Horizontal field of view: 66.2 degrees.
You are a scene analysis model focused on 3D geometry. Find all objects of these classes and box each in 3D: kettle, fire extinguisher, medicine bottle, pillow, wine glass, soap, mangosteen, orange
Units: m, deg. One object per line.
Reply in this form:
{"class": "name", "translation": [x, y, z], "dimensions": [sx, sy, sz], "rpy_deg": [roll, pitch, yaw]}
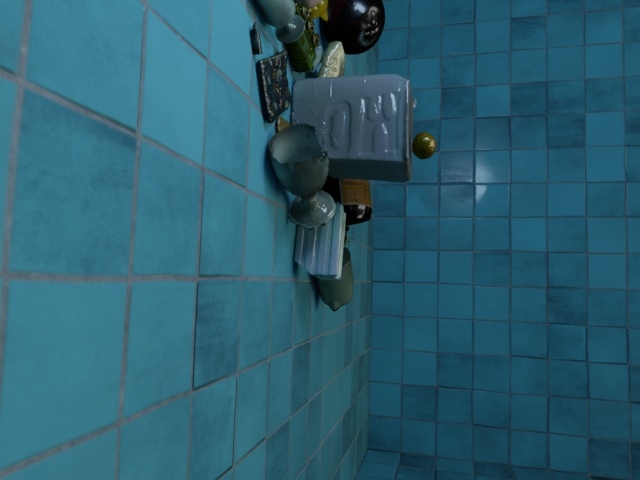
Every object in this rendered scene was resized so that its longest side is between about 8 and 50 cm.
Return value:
{"class": "kettle", "translation": [0.066, 0.140, 2.126], "dimensions": [0.240, 0.165, 0.255], "rpy_deg": [-76, 161, -46]}
{"class": "fire extinguisher", "translation": [-0.184, -0.572, 1.392], "dimensions": [0.038, 0.025, 0.083], "rpy_deg": [-138, -144, -56]}
{"class": "medicine bottle", "translation": [0.085, -0.259, 2.053], "dimensions": [0.242, 0.243, 0.395], "rpy_deg": [30, 55, -74]}
{"class": "pillow", "translation": [-0.141, -0.489, 1.555], "dimensions": [0.255, 0.034, 0.188], "rpy_deg": [-67, 156, -60]}
{"class": "wine glass", "translation": [-0.053, -0.209, 1.615], "dimensions": [0.357, 0.191, 0.190], "rpy_deg": [80, 17, -52]}
{"class": "wine glass", "translation": [-0.129, -0.690, 1.446], "dimensions": [0.231, 0.103, 0.103], "rpy_deg": [31, 61, -69]}
{"class": "soap", "translation": [0.000, 0.000, 1.841], "dimensions": [0.095, 0.173, 0.289], "rpy_deg": [55, 38, -67]}
{"class": "mangosteen", "translation": [0.130, -0.981, 2.156], "dimensions": [0.300, 0.300, 0.300], "rpy_deg": [1, 90, -76]}
{"class": "soap", "translation": [0.119, -0.408, 1.786], "dimensions": [0.213, 0.435, 0.350], "rpy_deg": [24, 71, -75]}
{"class": "orange", "translation": [0.359, -0.327, 1.705], "dimensions": [0.085, 0.085, 0.095], "rpy_deg": [-72, 166, -49]}

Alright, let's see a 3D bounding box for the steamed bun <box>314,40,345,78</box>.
{"class": "steamed bun", "translation": [0.037, -0.653, 1.992], "dimensions": [0.231, 0.110, 0.212], "rpy_deg": [109, 4, -69]}

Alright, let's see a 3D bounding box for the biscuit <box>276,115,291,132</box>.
{"class": "biscuit", "translation": [-0.121, -0.374, 1.656], "dimensions": [0.147, 0.018, 0.071], "rpy_deg": [-1, 93, -75]}

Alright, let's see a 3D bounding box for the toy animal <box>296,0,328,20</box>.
{"class": "toy animal", "translation": [-0.036, -0.861, 1.716], "dimensions": [0.230, 0.156, 0.156], "rpy_deg": [-47, 136, -72]}

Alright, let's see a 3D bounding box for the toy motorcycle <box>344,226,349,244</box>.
{"class": "toy motorcycle", "translation": [0.067, -0.129, 2.233], "dimensions": [0.196, 0.125, 0.331], "rpy_deg": [63, 28, -58]}

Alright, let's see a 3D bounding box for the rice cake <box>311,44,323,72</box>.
{"class": "rice cake", "translation": [-0.034, -0.704, 1.894], "dimensions": [0.206, 0.063, 0.069], "rpy_deg": [-69, 163, -56]}

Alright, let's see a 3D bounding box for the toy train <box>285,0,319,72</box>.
{"class": "toy train", "translation": [-0.074, -0.704, 1.693], "dimensions": [0.225, 0.090, 0.137], "rpy_deg": [57, 47, -58]}
